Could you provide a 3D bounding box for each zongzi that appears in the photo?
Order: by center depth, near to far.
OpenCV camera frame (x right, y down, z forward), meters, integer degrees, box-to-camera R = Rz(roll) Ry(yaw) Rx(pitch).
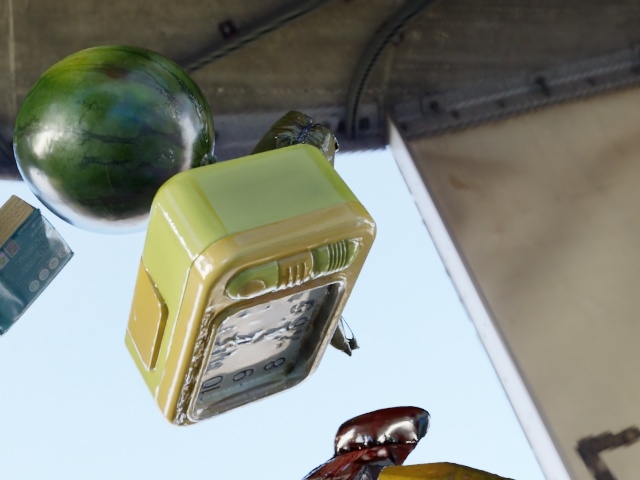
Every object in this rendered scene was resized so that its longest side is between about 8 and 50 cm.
[{"bbox_3d":[0.000,0.000,1.391,0.289,0.123,0.260,38,-55,-4],"label":"zongzi"}]

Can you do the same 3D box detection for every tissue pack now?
[{"bbox_3d":[-0.455,0.035,1.521,0.169,0.082,0.120,-53,-37,-22],"label":"tissue pack"}]

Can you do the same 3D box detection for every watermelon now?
[{"bbox_3d":[-0.250,-0.123,1.291,0.242,0.242,0.242,-7,-51,-9],"label":"watermelon"}]

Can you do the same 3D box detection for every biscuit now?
[{"bbox_3d":[0.005,0.261,1.084,0.235,0.151,0.063,-36,-82,-35],"label":"biscuit"}]

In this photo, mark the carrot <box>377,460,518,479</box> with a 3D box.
[{"bbox_3d":[0.176,0.163,0.494,0.314,0.066,0.066,8,-48,19],"label":"carrot"}]

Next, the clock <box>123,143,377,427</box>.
[{"bbox_3d":[-0.055,0.037,0.751,0.143,0.096,0.202,-19,-32,-32],"label":"clock"}]
